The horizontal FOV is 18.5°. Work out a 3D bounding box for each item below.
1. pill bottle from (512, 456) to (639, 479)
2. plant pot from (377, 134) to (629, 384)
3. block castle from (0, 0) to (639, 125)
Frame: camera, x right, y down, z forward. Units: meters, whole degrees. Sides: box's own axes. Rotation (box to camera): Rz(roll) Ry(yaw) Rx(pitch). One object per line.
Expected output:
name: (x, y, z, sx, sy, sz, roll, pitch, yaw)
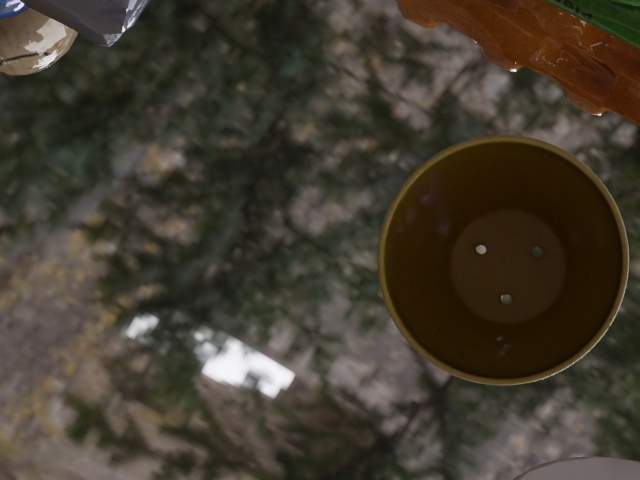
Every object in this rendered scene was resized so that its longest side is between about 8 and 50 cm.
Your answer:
pill bottle: (0.063, 0.236, 0.675, 0.181, 0.181, 0.323, 55, -44, 44)
plant pot: (0.103, 0.012, 1.094, 0.134, 0.095, 0.134, 0, -93, 7)
block castle: (0.000, 0.000, 0.419, 0.453, 0.213, 0.303, 30, -104, 14)
